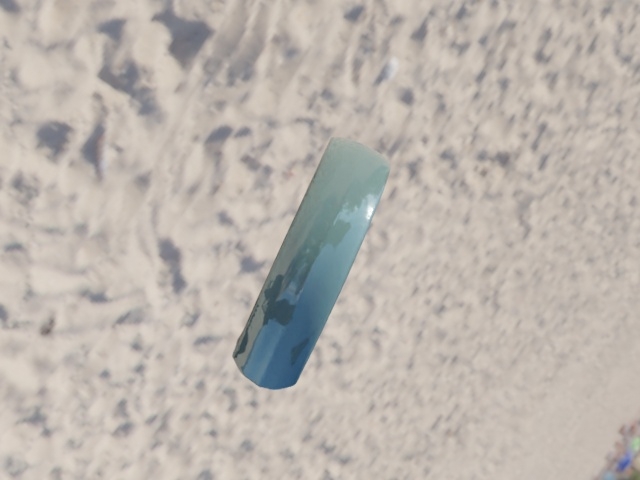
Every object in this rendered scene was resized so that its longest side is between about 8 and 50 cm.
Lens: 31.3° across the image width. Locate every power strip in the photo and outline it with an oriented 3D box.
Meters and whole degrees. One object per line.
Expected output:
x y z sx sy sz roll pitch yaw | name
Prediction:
0.000 0.000 0.716 0.216 0.044 0.137 -68 -177 -73 | power strip
